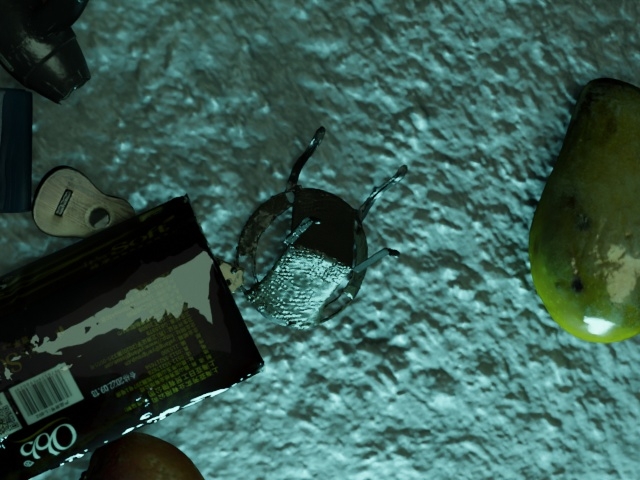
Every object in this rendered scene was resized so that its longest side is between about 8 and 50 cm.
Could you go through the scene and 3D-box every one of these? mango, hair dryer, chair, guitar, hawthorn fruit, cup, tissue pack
[{"bbox_3d":[0.366,-0.035,1.988,0.176,0.175,0.330,29,69,-41],"label":"mango"},{"bbox_3d":[-0.305,-0.285,1.708,0.235,0.271,0.091,51,53,-8],"label":"hair dryer"},{"bbox_3d":[0.000,0.000,1.919,0.174,0.149,0.213,23,133,-21],"label":"chair"},{"bbox_3d":[-0.214,-0.005,1.878,0.271,0.038,0.084,25,91,-17],"label":"guitar"},{"bbox_3d":[-0.202,0.320,1.869,0.188,0.169,0.169,22,91,-17],"label":"hawthorn fruit"},{"bbox_3d":[-0.380,-0.103,1.760,0.113,0.150,0.138,2,95,-7],"label":"cup"},{"bbox_3d":[-0.270,0.125,1.776,0.370,0.198,0.210,-23,111,-4],"label":"tissue pack"}]
